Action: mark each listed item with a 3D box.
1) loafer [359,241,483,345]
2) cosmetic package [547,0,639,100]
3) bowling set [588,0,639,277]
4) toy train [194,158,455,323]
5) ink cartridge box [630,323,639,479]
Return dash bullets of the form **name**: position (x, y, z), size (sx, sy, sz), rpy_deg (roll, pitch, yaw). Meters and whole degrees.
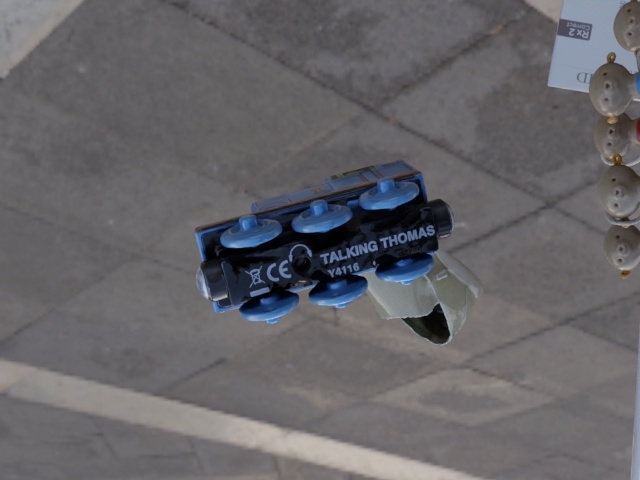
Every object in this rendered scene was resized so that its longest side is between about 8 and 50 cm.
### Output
- **loafer**: position (0.089, 0.039, 1.173), size (0.101, 0.092, 0.268), rpy_deg (-9, 149, 43)
- **cosmetic package**: position (0.361, -0.276, 1.240), size (0.151, 0.151, 0.184), rpy_deg (12, 122, 14)
- **bowling set**: position (0.300, -0.103, 0.967), size (0.154, 0.287, 0.199), rpy_deg (-4, 178, 34)
- **toy train**: position (0.000, 0.000, 0.752), size (0.184, 0.080, 0.105), rpy_deg (-16, -163, -8)
- **ink cartridge box**: position (0.349, 0.022, 0.605), size (0.285, 0.166, 0.395), rpy_deg (20, 126, 40)
